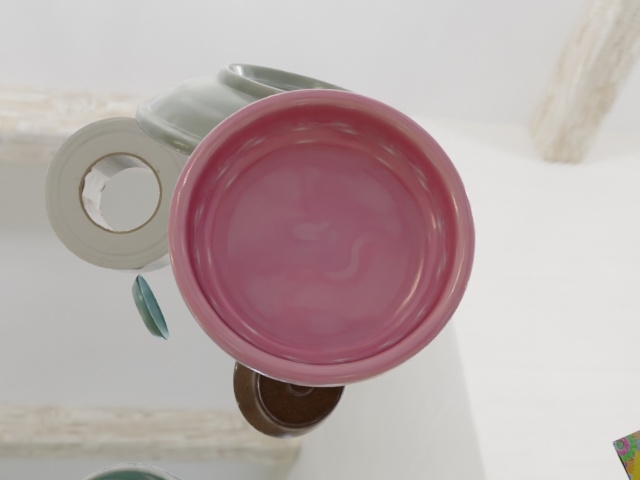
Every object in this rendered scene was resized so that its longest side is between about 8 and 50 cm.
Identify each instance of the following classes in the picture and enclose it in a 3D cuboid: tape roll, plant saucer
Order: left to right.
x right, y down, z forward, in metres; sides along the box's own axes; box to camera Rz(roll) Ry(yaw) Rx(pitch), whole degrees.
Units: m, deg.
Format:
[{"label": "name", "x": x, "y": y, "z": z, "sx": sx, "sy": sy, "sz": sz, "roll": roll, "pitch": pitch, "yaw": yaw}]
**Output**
[{"label": "tape roll", "x": -0.313, "y": -0.069, "z": 2.032, "sx": 0.246, "sy": 0.246, "sz": 0.169, "roll": -8, "pitch": -3, "yaw": 0}, {"label": "plant saucer", "x": -0.282, "y": 0.113, "z": 2.042, "sx": 0.021, "sy": 0.119, "sz": 0.119, "roll": -24, "pitch": -41, "yaw": 1}, {"label": "plant saucer", "x": -0.037, "y": -0.157, "z": 1.631, "sx": 0.400, "sy": 0.400, "sz": 0.101, "roll": 9, "pitch": -74, "yaw": -20}, {"label": "plant saucer", "x": -0.030, "y": 0.173, "z": 1.592, "sx": 0.168, "sy": 0.168, "sz": 0.029, "roll": 18, "pitch": -4, "yaw": -28}, {"label": "plant saucer", "x": 0.000, "y": 0.000, "z": 1.365, "sx": 0.332, "sy": 0.332, "sz": 0.084, "roll": -3, "pitch": -18, "yaw": -5}]

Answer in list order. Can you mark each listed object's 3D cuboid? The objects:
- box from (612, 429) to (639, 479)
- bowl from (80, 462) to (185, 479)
[{"label": "box", "x": 0.484, "y": 0.314, "z": 1.340, "sx": 0.177, "sy": 0.290, "sz": 0.279, "roll": -29, "pitch": -19, "yaw": 23}, {"label": "bowl", "x": -0.127, "y": 0.367, "z": 1.159, "sx": 0.311, "sy": 0.312, "sz": 0.163, "roll": -36, "pitch": -32, "yaw": 30}]
